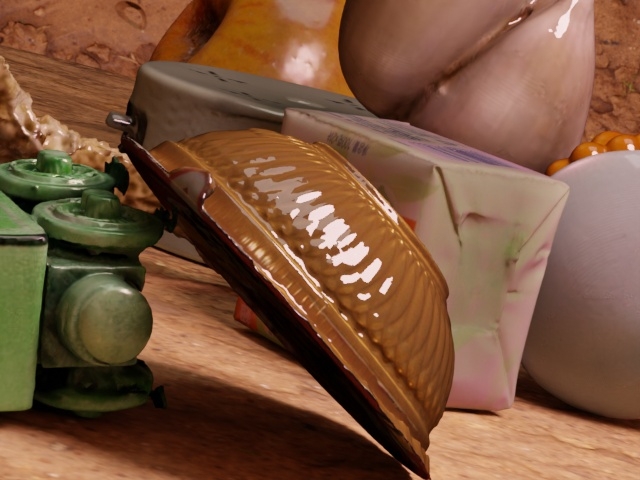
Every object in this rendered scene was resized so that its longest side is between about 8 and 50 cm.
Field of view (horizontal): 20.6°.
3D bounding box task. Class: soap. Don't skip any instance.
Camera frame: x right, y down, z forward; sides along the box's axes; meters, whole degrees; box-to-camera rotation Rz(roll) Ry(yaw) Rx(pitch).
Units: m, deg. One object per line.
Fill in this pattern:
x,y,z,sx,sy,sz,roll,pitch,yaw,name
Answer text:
0.055,0.012,1.312,0.138,0.182,0.199,5,13,-39,soap

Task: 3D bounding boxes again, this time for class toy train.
-0.194,0.021,1.025,0.188,0.132,0.243,2,13,-23,toy train

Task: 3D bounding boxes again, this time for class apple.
-0.044,-0.169,2.026,0.275,0.299,0.299,33,-2,-31,apple

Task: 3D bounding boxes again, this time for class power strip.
-0.043,-0.063,1.720,0.357,0.161,0.357,13,10,-2,power strip

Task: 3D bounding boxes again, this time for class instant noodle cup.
0.003,0.015,1.041,0.274,0.091,0.274,48,-6,7,instant noodle cup

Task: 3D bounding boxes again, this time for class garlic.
0.163,-0.177,1.440,0.231,0.340,0.246,47,29,21,garlic

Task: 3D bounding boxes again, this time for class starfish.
-0.271,-0.072,1.445,0.324,0.082,0.432,2,-25,38,starfish

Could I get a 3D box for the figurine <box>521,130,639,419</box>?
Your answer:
0.297,0.036,1.455,0.205,0.224,0.382,40,17,28,figurine
